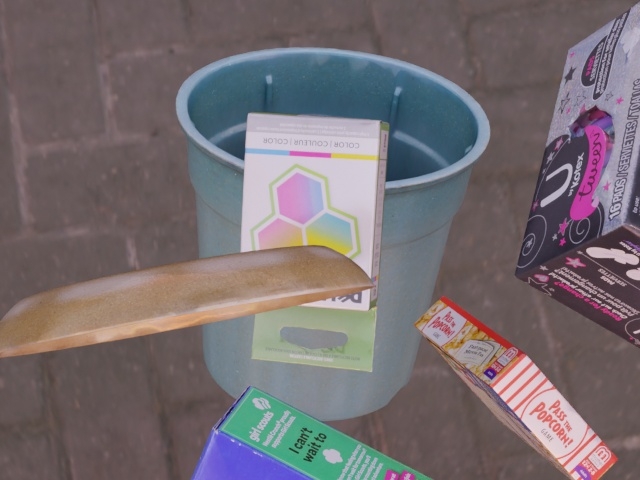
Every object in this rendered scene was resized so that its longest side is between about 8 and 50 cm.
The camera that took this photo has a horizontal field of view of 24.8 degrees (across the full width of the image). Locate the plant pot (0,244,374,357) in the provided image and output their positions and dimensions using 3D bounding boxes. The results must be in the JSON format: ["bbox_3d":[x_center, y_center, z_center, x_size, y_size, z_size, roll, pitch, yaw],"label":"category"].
[{"bbox_3d":[-0.086,0.035,0.879,0.236,0.236,0.032,-11,87,-8],"label":"plant pot"}]

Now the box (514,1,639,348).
[{"bbox_3d":[0.281,-0.056,1.203,0.163,0.142,0.247,29,58,-19],"label":"box"}]

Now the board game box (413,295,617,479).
[{"bbox_3d":[0.177,0.139,1.356,0.045,0.193,0.147,-44,111,-4],"label":"board game box"}]

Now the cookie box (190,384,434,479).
[{"bbox_3d":[-0.001,0.118,0.526,0.107,0.092,0.040,27,24,6],"label":"cookie box"}]

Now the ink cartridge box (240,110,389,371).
[{"bbox_3d":[-0.007,0.003,1.184,0.109,0.062,0.209,4,94,10],"label":"ink cartridge box"}]

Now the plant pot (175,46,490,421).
[{"bbox_3d":[0.000,0.000,1.652,0.341,0.334,0.341,4,32,-3],"label":"plant pot"}]
